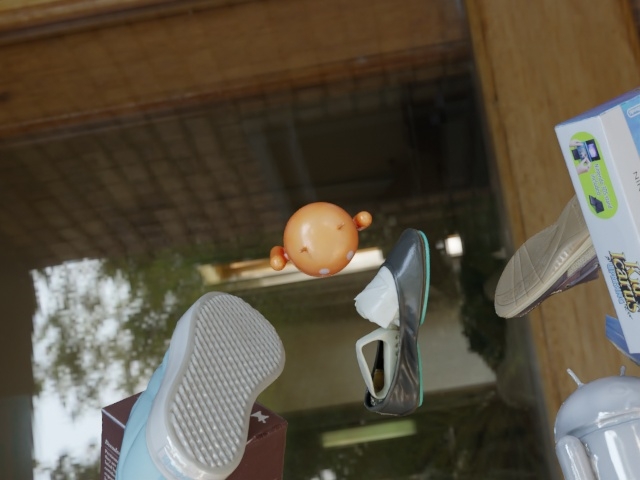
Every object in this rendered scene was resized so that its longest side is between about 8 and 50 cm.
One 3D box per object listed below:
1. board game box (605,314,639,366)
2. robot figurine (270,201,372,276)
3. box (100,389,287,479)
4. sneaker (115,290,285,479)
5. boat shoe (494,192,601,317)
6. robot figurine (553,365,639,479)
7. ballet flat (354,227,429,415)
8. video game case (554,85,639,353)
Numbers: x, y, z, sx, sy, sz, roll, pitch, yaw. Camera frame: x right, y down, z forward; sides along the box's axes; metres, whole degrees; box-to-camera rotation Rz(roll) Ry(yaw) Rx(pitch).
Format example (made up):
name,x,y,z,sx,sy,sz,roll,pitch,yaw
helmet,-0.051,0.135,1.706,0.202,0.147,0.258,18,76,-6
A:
name,x,y,z,sx,sy,sz,roll,pitch,yaw
board game box,0.543,0.172,1.792,0.133,0.033,0.169,40,171,26
robot figurine,-0.002,0.001,1.811,0.219,0.158,0.128,119,163,-87
box,-0.161,0.301,1.330,0.168,0.167,0.203,-19,-56,-43
sneaker,-0.148,0.178,1.177,0.135,0.150,0.366,44,-159,-6
boat shoe,0.348,0.020,1.468,0.285,0.092,0.103,-53,24,35
robot figurine,0.490,0.366,1.685,0.299,0.199,0.354,9,-122,-40
ballet flat,0.100,0.123,1.504,0.095,0.096,0.281,-145,52,-65
video game case,0.381,-0.046,1.112,0.061,0.269,0.244,-10,102,52
